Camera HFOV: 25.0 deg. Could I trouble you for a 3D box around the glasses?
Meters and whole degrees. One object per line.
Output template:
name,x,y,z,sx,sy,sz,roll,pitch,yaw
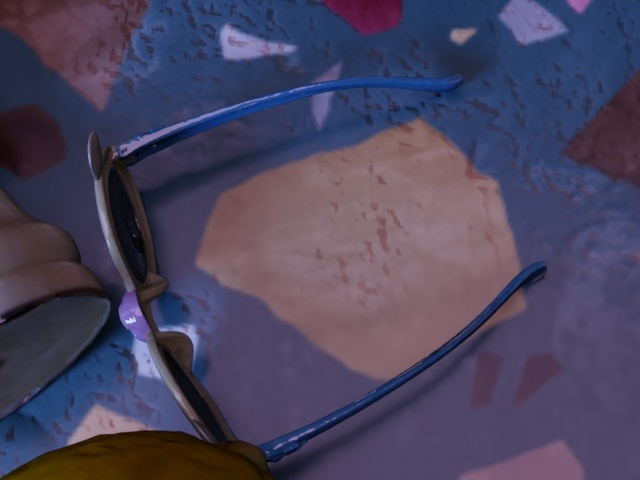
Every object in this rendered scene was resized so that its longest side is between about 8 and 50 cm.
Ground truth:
glasses,-0.004,0.011,0.772,0.221,0.088,0.189,-18,73,-20

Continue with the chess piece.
chess piece,-0.247,-0.047,0.777,0.139,0.124,0.307,-48,66,36

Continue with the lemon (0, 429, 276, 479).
lemon,-0.094,0.212,0.612,0.236,0.236,0.263,15,91,9
